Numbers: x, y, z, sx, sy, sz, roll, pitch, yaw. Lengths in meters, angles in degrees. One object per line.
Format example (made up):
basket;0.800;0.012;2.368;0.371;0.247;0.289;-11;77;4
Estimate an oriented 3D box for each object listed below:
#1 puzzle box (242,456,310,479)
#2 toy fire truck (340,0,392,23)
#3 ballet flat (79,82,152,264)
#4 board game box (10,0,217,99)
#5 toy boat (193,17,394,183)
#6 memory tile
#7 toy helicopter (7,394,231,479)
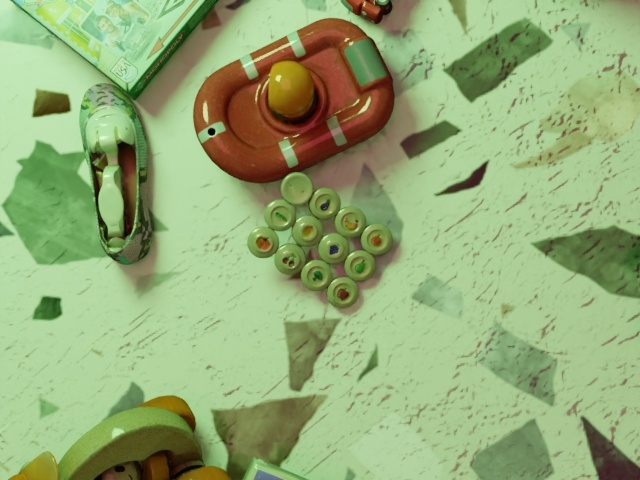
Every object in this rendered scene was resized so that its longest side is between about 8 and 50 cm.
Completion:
puzzle box;0.059;0.436;1.461;0.409;0.052;0.272;23;87;-6
toy fire truck;0.056;-0.366;1.584;0.135;0.047;0.192;29;89;8
ballet flat;-0.240;-0.082;1.571;0.077;0.079;0.221;-9;84;3
board game box;-0.203;-0.355;1.602;0.213;0.046;0.317;38;86;7
toy boat;-0.035;-0.162;1.521;0.231;0.151;0.151;-26;82;3
memory tile;0.000;0.000;1.548;0.148;0.012;0.113;32;94;-9
toy helicopter;-0.280;0.314;1.479;0.355;0.235;0.140;-48;53;16
